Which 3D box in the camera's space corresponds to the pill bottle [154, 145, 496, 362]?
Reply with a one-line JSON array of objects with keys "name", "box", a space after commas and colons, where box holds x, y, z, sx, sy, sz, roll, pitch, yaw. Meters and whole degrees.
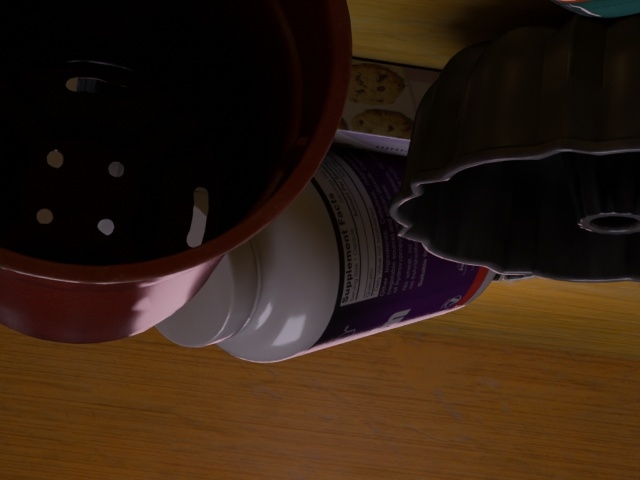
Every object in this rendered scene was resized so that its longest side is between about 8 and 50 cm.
[{"name": "pill bottle", "box": [0.000, 0.000, 1.558, 0.323, 0.182, 0.181, -13, -172, -44]}]

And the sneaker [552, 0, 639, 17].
[{"name": "sneaker", "box": [0.112, -0.166, 0.923, 0.302, 0.108, 0.121, 8, 167, -15]}]

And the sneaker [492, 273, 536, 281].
[{"name": "sneaker", "box": [0.142, -0.029, 1.832, 0.330, 0.130, 0.147, 4, -174, 37]}]

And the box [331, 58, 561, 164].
[{"name": "box", "box": [0.037, -0.110, 1.487, 0.324, 0.067, 0.063, 9, 171, -6]}]

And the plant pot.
[{"name": "plant pot", "box": [-0.138, -0.068, 1.069, 0.272, 0.272, 0.265, 8, 161, -7]}]

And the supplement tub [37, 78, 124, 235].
[{"name": "supplement tub", "box": [-0.183, -0.050, 1.626, 0.191, 0.191, 0.272, 2, 170, 29]}]

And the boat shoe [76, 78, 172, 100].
[{"name": "boat shoe", "box": [-0.092, -0.132, 1.280, 0.127, 0.113, 0.340, 13, 169, -34]}]

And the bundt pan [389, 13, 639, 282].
[{"name": "bundt pan", "box": [0.215, -0.068, 1.328, 0.330, 0.124, 0.331, 2, 163, 1]}]
